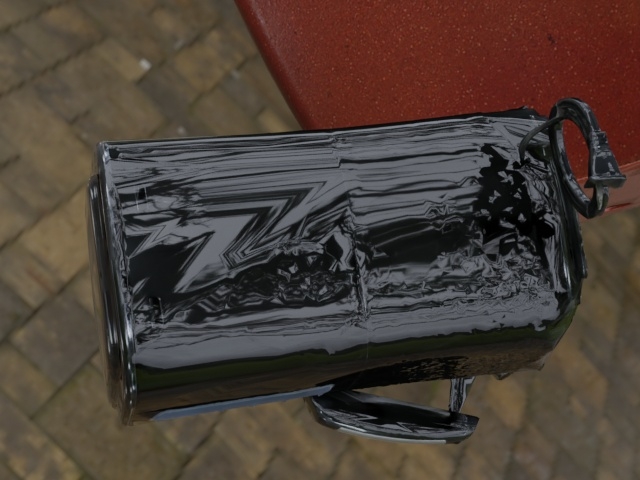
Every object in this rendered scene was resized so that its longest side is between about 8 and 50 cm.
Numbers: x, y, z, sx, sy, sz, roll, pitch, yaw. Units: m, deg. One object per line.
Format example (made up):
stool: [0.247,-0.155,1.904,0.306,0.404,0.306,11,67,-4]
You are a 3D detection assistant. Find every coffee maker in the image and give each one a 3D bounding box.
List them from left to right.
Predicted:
coffee maker: [0.000,0.000,0.617,0.178,0.171,0.120,-6,52,-13]

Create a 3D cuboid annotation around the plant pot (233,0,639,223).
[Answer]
plant pot: [0.117,-0.130,0.885,0.267,0.267,0.236,0,76,-60]
